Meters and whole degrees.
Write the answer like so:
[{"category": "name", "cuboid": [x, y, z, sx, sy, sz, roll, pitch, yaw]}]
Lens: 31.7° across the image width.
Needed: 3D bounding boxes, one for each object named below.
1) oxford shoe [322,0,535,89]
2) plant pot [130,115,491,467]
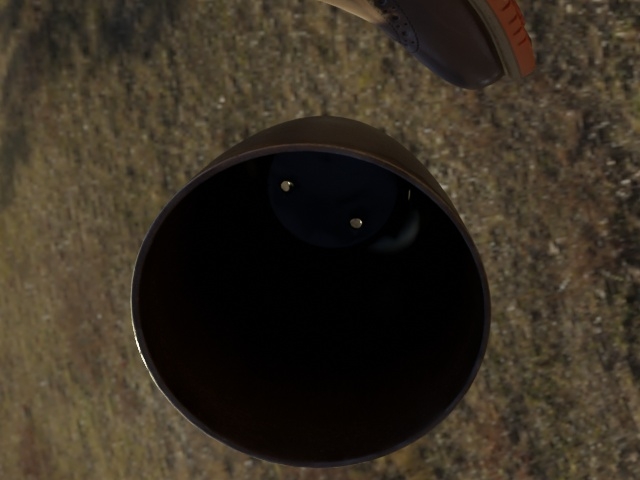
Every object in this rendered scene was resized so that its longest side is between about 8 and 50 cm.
[{"category": "oxford shoe", "cuboid": [-0.041, -0.167, 0.505, 0.133, 0.364, 0.130, -42, 34, 18]}, {"category": "plant pot", "cuboid": [0.000, 0.000, 0.775, 0.230, 0.215, 0.215, -82, -2, -66]}]
